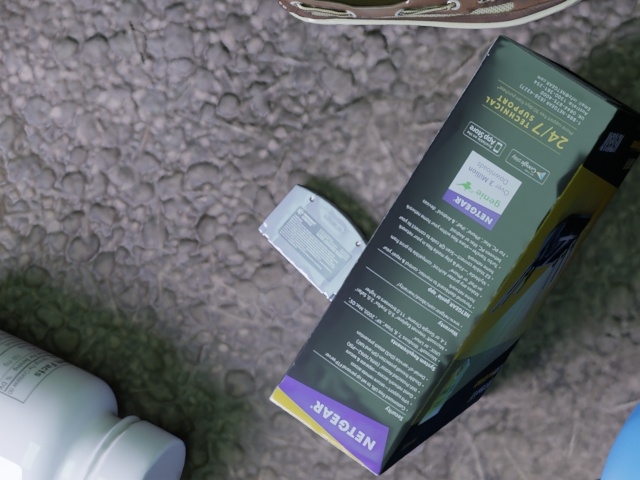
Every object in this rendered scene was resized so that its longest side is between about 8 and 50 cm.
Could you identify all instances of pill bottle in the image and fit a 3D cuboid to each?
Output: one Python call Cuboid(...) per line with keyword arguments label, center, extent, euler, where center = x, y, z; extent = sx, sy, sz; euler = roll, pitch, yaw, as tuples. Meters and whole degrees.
Cuboid(label="pill bottle", center=(-0.225, 0.148, 1.177), extent=(0.229, 0.131, 0.131), euler=(24, 98, 14))

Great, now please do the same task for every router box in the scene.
Cuboid(label="router box", center=(0.105, 0.004, 0.982), extent=(0.081, 0.309, 0.243), euler=(34, 102, 12))

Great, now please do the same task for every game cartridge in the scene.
Cuboid(label="game cartridge", center=(0.000, 0.000, 1.166), extent=(0.083, 0.017, 0.056), euler=(45, 106, 10))

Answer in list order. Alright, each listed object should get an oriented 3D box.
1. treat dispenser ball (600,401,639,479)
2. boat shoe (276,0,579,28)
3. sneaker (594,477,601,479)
Cuboid(label="treat dispenser ball", center=(0.310, 0.184, 0.938), extent=(0.288, 0.288, 0.288), euler=(1, 92, 16))
Cuboid(label="boat shoe", center=(0.085, -0.194, 1.092), extent=(0.257, 0.095, 0.095), euler=(-9, 89, 16))
Cuboid(label="sneaker", center=(0.209, 0.254, 1.098), extent=(0.076, 0.065, 0.166), euler=(-27, 81, 32))
